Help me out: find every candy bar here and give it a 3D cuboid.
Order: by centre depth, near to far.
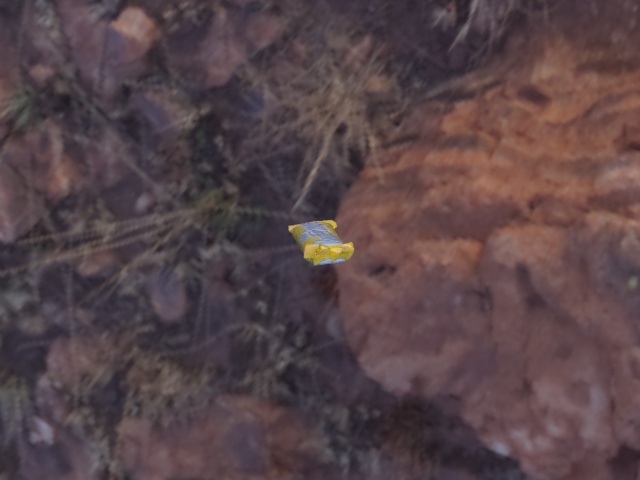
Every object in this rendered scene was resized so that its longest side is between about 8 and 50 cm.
[{"bbox_3d":[0.000,0.000,1.105,0.040,0.161,0.018,-5,98,-4],"label":"candy bar"}]
